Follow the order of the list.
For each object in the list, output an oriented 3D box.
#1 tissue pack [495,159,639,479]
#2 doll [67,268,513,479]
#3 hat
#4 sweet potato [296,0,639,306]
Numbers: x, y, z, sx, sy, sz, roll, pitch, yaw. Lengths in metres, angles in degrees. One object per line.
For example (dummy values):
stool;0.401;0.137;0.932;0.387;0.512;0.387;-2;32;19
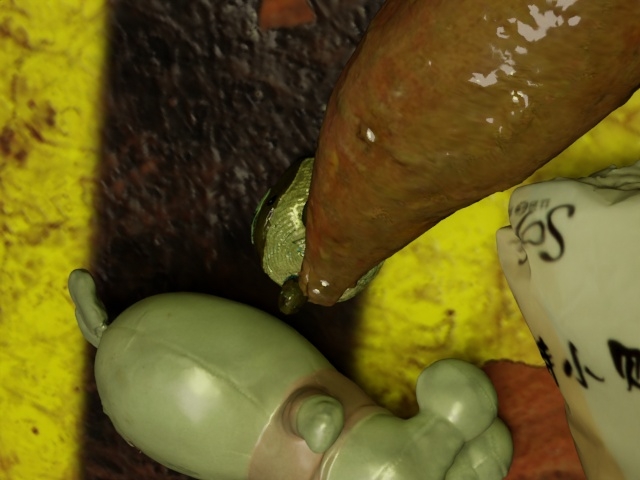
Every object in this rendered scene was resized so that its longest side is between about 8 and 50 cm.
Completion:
tissue pack;0.304;0.109;0.703;0.375;0.195;0.390;-14;111;40
doll;-0.032;0.099;0.849;0.275;0.113;0.155;16;158;13
hat;-0.001;0.000;0.831;0.076;0.059;0.077;36;118;-5
sweet potato;0.088;-0.089;0.714;0.131;0.131;0.337;32;123;3
